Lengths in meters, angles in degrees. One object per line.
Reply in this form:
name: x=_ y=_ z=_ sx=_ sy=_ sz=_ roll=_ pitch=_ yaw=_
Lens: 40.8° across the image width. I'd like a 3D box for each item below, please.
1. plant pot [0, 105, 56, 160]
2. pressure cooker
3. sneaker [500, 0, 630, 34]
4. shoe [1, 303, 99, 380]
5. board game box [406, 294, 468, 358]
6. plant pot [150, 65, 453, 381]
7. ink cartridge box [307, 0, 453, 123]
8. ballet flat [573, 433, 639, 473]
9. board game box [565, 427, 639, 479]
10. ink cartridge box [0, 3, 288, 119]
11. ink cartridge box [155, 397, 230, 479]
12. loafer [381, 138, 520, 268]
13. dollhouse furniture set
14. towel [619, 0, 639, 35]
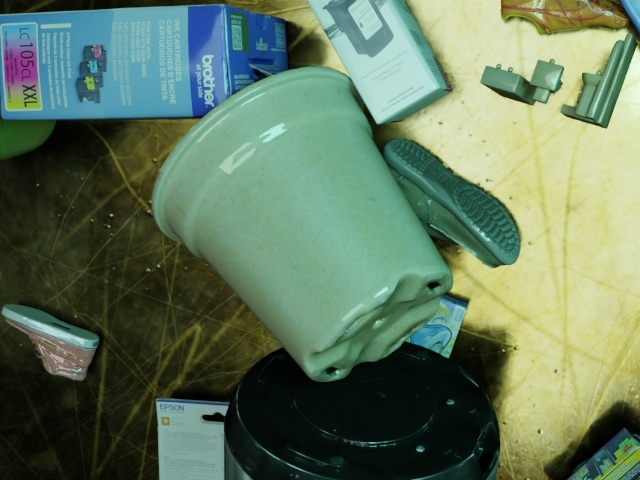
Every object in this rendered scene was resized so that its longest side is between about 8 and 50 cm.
plant pot: x=-0.545 y=-0.215 z=1.323 sx=0.276 sy=0.254 sz=0.276 roll=2 pitch=98 yaw=15
pressure cooker: x=0.042 y=0.387 z=1.185 sx=0.370 sy=0.375 sz=0.420 roll=8 pitch=115 yaw=14
sneaker: x=0.335 y=-0.314 z=1.186 sx=0.175 sy=0.064 sz=0.067 roll=17 pitch=124 yaw=16
shoe: x=-0.467 y=0.173 z=1.460 sx=0.178 sy=0.063 sz=0.081 roll=21 pitch=98 yaw=6
board game box: x=0.129 y=0.167 z=1.318 sx=0.136 sy=0.035 sz=0.201 roll=20 pitch=103 yaw=11
plant pot: x=0.000 y=0.000 z=1.127 sx=0.334 sy=0.334 sz=0.305 roll=-44 pitch=65 yaw=16
ink cartridge box: x=0.077 y=-0.288 z=1.190 sx=0.100 sy=0.172 sz=0.237 roll=-29 pitch=90 yaw=17
ballet flat: x=0.428 y=0.329 z=1.264 sx=0.114 sy=0.041 sz=0.041 roll=-38 pitch=88 yaw=18
board game box: x=0.427 y=0.368 z=1.236 sx=0.141 sy=0.048 sz=0.170 roll=36 pitch=107 yaw=-20
ink cartridge box: x=-0.210 y=-0.248 z=1.221 sx=0.396 sy=0.270 sz=0.151 roll=0 pitch=100 yaw=15
ink cartridge box: x=-0.159 y=0.366 z=1.419 sx=0.223 sy=0.045 sz=0.223 roll=2 pitch=98 yaw=14
loafer: x=0.181 y=-0.044 z=1.254 sx=0.251 sy=0.094 sz=0.087 roll=43 pitch=131 yaw=14
dollhouse furniture set: x=0.324 y=-0.240 z=1.163 sx=0.151 sy=0.144 sz=0.123 roll=22 pitch=99 yaw=25
towel: x=0.527 y=-0.363 z=1.115 sx=0.285 sy=0.034 sz=0.209 roll=-31 pitch=89 yaw=9
